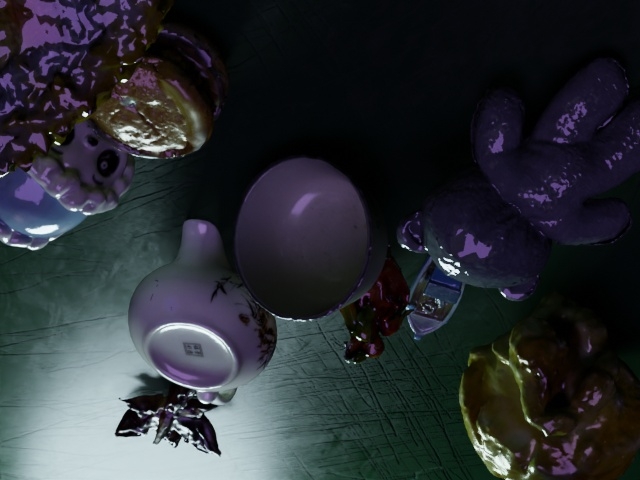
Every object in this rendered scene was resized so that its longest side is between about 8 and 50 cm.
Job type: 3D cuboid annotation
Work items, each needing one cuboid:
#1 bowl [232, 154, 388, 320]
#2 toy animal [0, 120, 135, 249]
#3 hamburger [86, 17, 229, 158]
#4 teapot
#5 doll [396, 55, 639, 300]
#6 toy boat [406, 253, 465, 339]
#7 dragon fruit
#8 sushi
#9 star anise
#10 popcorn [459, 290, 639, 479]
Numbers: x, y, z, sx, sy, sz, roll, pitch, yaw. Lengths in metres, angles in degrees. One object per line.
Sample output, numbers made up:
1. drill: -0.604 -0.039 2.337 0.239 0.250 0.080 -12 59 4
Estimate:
1. bowl: 0.000 0.000 2.094 0.211 0.211 0.112 -18 168 27
2. toy animal: -0.354 -0.091 2.088 0.204 0.156 0.208 -25 129 36
3. hamburger: -0.206 -0.185 2.001 0.177 0.113 0.185 16 143 -12
4. teapot: -0.161 0.124 2.276 0.208 0.165 0.299 -3 141 5
5. doll: 0.269 -0.078 1.996 0.246 0.158 0.340 36 102 -15
6. toy boat: 0.157 0.070 2.202 0.069 0.058 0.173 17 135 -5
7. dragon fruit: 0.061 0.073 2.176 0.142 0.175 0.138 9 156 -6
8. sushi: -0.386 -0.271 1.810 0.396 0.240 0.351 -39 113 19
9. star anise: -0.218 0.276 2.494 0.212 0.053 0.157 -21 126 27
10. popcorn: 0.323 0.213 2.192 0.276 0.225 0.276 4 138 4
